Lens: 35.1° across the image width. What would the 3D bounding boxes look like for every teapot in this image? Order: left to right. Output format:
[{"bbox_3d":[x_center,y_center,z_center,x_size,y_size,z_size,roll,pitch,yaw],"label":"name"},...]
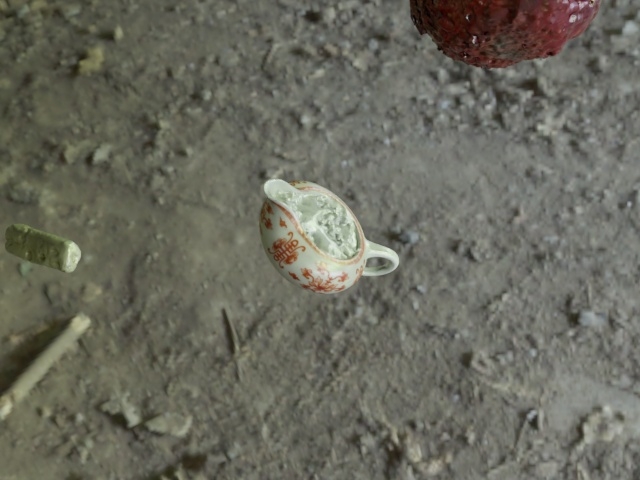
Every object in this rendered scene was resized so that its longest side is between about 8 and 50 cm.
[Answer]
[{"bbox_3d":[0.000,0.000,1.339,0.246,0.116,0.159,17,37,-35],"label":"teapot"}]

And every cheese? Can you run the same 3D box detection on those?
[{"bbox_3d":[-0.520,0.014,1.884,0.194,0.064,0.043,16,5,36],"label":"cheese"}]

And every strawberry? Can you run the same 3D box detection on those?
[{"bbox_3d":[0.240,-0.346,1.317,0.274,0.274,0.220,0,23,16],"label":"strawberry"}]
